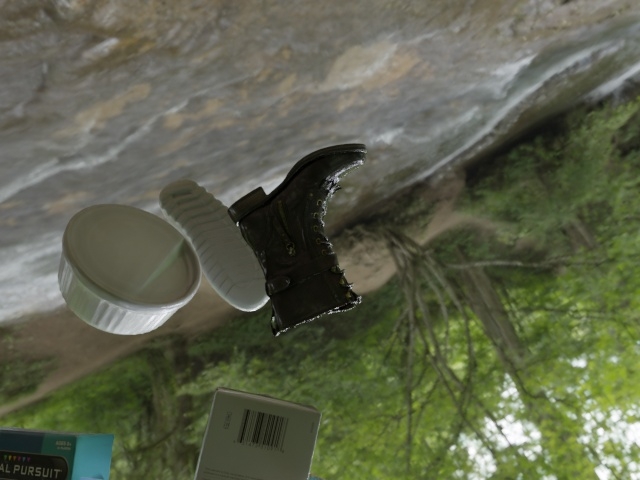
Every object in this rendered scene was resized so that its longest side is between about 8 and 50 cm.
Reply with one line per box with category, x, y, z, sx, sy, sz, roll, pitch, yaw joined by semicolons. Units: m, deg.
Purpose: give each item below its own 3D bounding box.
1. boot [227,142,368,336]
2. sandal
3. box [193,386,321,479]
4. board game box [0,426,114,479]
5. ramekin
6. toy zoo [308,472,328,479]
boot;0.000;0.000;0.951;0.263;0.229;0.091;-31;169;13
sandal;-0.252;0.010;1.561;0.169;0.416;0.102;-28;156;-23
box;-0.108;0.353;1.044;0.119;0.181;0.181;128;-25;-78
board game box;-0.457;0.469;0.969;0.254;0.336;0.079;-7;163;28
ramekin;-0.383;0.065;1.228;0.127;0.273;0.273;-54;165;31
toy zoo;0.015;0.572;1.417;0.030;0.192;0.293;-65;154;-25
